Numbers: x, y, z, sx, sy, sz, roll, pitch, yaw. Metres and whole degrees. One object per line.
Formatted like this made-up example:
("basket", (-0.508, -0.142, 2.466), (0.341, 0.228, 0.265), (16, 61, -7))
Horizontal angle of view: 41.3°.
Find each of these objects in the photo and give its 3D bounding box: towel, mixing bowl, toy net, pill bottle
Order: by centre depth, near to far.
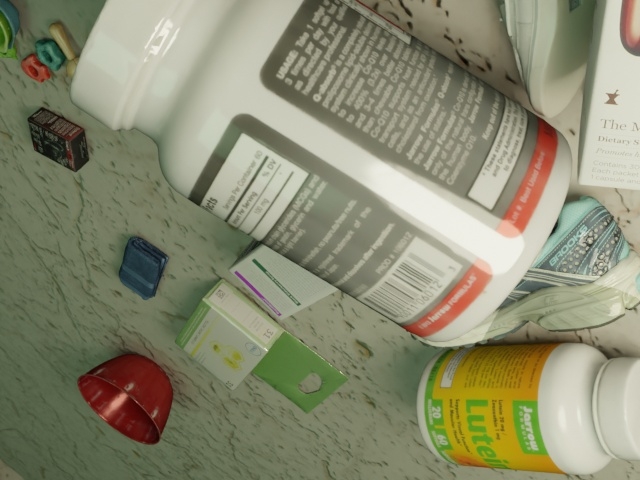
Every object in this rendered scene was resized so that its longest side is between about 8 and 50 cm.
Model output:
("pill bottle", (0.000, -0.090, 0.696), (0.363, 0.210, 0.210), (32, 144, -7))
("pill bottle", (0.237, 0.180, 0.916), (0.246, 0.136, 0.136), (-10, 122, 45))
("toy net", (-0.331, -0.214, 1.048), (0.232, 0.045, 0.122), (32, 143, 8))
("towel", (-0.270, 0.042, 1.285), (0.067, 0.029, 0.119), (36, 144, 3))
("mixing bowl", (-0.333, 0.270, 1.525), (0.182, 0.098, 0.181), (23, 142, 19))

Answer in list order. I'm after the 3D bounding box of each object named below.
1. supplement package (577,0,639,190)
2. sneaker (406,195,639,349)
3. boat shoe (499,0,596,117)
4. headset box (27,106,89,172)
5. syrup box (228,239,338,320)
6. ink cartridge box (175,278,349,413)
("supplement package", (0.244, -0.161, 0.525), (0.139, 0.133, 0.244), (6, 136, 15))
("sneaker", (0.184, 0.026, 0.850), (0.283, 0.110, 0.122), (-19, 98, 46))
("boat shoe", (0.168, -0.181, 0.656), (0.063, 0.066, 0.184), (36, 157, 40))
("headset box", (-0.355, -0.136, 1.163), (0.083, 0.032, 0.062), (26, 143, 15))
("syrup box", (0.000, 0.000, 0.958), (0.096, 0.093, 0.237), (45, 143, -10))
("ink cartridge box", (-0.093, 0.177, 1.263), (0.235, 0.056, 0.171), (40, 143, 1))
